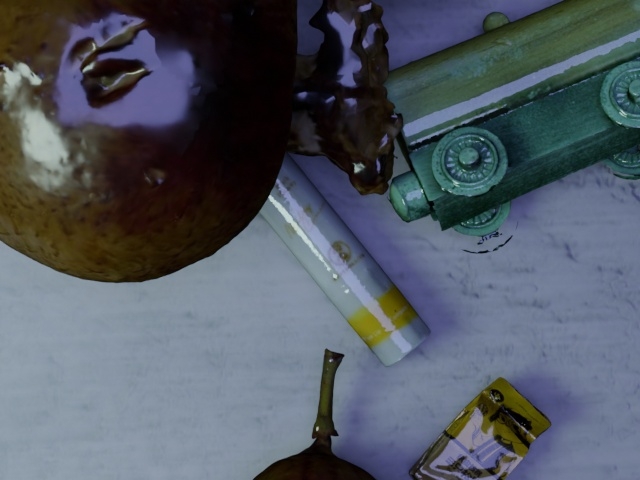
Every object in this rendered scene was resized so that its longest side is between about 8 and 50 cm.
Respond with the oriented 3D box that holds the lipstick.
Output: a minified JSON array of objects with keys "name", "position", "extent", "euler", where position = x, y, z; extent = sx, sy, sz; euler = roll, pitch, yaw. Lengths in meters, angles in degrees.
[{"name":"lipstick","position":[0.000,0.000,1.299],"extent":[0.059,0.059,0.264],"euler":[-39,91,0]}]

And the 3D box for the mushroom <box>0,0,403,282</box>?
[{"name":"mushroom","position":[-0.137,-0.154,1.143],"extent":[0.334,0.356,0.331],"euler":[2,111,22]}]

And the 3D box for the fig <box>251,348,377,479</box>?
[{"name":"fig","position":[-0.003,0.259,1.261],"extent":[0.186,0.249,0.204],"euler":[-31,134,30]}]

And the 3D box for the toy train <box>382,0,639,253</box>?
[{"name":"toy train","position":[0.194,-0.119,1.285],"extent":[0.308,0.126,0.189],"euler":[-23,59,0]}]

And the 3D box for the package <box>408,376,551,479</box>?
[{"name":"package","position":[0.150,0.196,1.307],"extent":[0.071,0.047,0.131],"euler":[40,89,2]}]
